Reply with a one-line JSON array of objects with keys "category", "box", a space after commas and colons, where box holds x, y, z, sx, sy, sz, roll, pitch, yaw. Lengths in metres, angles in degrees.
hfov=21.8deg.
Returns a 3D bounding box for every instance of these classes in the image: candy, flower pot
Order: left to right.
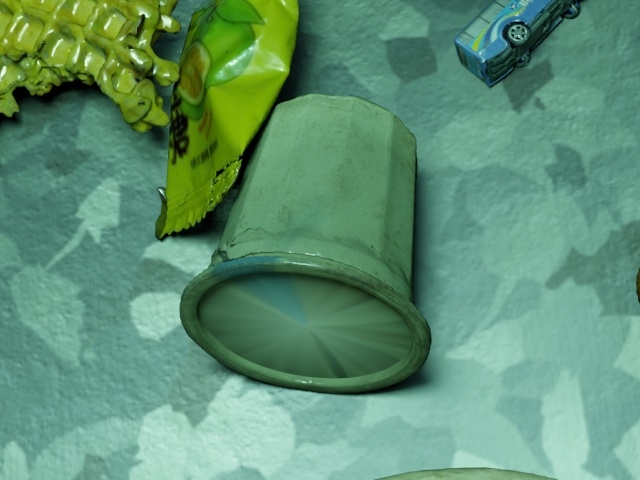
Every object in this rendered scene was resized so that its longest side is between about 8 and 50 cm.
[{"category": "candy", "box": [-0.081, -0.153, 1.494, 0.081, 0.187, 0.297, 17, 71, -21]}, {"category": "flower pot", "box": [0.000, 0.000, 1.414, 0.212, 0.212, 0.203, 4, 54, 9]}]

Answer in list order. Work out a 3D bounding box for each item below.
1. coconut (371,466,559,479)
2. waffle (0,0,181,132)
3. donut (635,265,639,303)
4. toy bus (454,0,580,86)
[{"category": "coconut", "box": [0.069, 0.340, 1.179, 0.415, 0.415, 0.345, -12, 77, 2]}, {"category": "waffle", "box": [-0.269, -0.188, 1.544, 0.293, 0.069, 0.260, -18, 63, 16]}, {"category": "donut", "box": [0.378, 0.029, 1.373, 0.295, 0.151, 0.112, 6, 50, -10]}, {"category": "toy bus", "box": [0.192, -0.213, 1.539, 0.061, 0.051, 0.153, 39, 77, 26]}]
